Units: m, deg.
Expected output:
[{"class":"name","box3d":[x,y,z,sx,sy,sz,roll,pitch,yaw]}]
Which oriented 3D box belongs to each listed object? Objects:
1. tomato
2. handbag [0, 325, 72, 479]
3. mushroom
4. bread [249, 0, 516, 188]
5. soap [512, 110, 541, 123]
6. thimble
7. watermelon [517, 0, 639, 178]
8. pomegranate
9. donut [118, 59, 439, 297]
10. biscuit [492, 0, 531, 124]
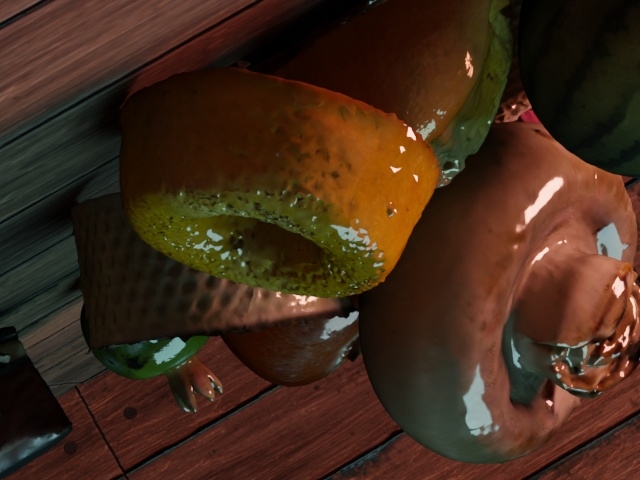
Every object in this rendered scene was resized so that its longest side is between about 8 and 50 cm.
[{"class":"tomato","box3d":[0.000,0.000,1.692,0.341,0.273,0.341,-40,171,-7]},{"class":"handbag","box3d":[-0.442,0.216,1.732,0.254,0.181,0.181,-30,176,-36]},{"class":"mushroom","box3d":[0.211,0.061,1.471,0.294,0.362,0.362,21,-149,35]},{"class":"bread","box3d":[0.061,-0.131,1.245,0.262,0.163,0.204,-33,164,14]},{"class":"soap","box3d":[0.307,-0.159,1.981,0.099,0.250,0.162,-29,178,3]},{"class":"thimble","box3d":[-0.103,0.020,1.413,0.270,0.150,0.271,-9,178,0]},{"class":"watermelon","box3d":[0.333,-0.217,1.255,0.359,0.279,0.279,-45,169,32]},{"class":"pomegranate","box3d":[-0.212,0.125,1.926,0.187,0.225,0.187,-30,-174,3]},{"class":"donut","box3d":[-0.044,-0.037,1.154,0.277,0.277,0.108,138,-32,-70]},{"class":"biscuit","box3d":[0.239,-0.224,1.490,0.426,0.144,0.078,-33,174,26]}]
